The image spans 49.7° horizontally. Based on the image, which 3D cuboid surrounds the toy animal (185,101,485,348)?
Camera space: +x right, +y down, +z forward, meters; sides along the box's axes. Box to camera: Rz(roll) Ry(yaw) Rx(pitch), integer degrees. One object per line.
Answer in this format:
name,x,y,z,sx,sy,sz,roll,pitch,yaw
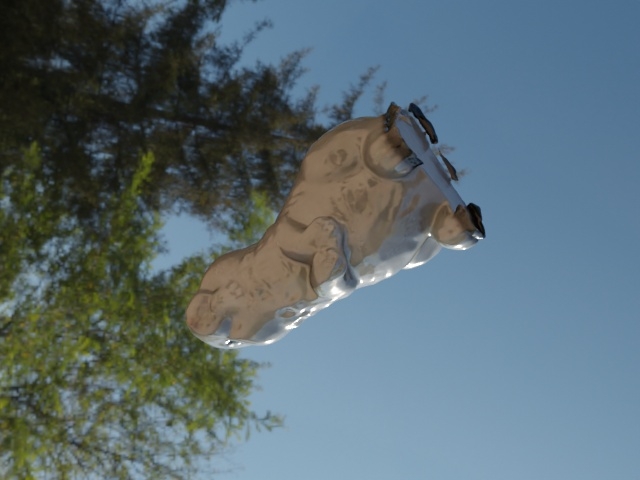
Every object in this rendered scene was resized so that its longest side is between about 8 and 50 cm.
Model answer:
toy animal,0.000,0.000,0.828,0.357,0.194,0.258,-36,-169,21
